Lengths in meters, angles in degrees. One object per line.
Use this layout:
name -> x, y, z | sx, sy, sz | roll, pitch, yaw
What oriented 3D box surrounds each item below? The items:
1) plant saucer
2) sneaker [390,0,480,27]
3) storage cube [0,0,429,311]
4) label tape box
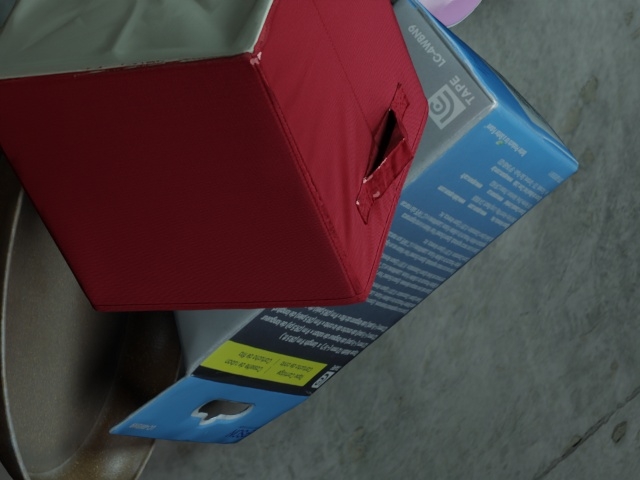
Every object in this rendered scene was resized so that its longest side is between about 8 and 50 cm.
plant saucer -> -0.162, 0.033, 1.296 | 0.310, 0.050, 0.310 | 5, 90, -74
sneaker -> 0.021, -0.252, 1.372 | 0.095, 0.104, 0.236 | -40, 112, -17
storage cube -> -0.064, -0.089, 1.159 | 0.183, 0.215, 0.193 | -70, 147, -41
label tape box -> 0.000, 0.000, 1.396 | 0.348, 0.115, 0.249 | -39, 161, 11
